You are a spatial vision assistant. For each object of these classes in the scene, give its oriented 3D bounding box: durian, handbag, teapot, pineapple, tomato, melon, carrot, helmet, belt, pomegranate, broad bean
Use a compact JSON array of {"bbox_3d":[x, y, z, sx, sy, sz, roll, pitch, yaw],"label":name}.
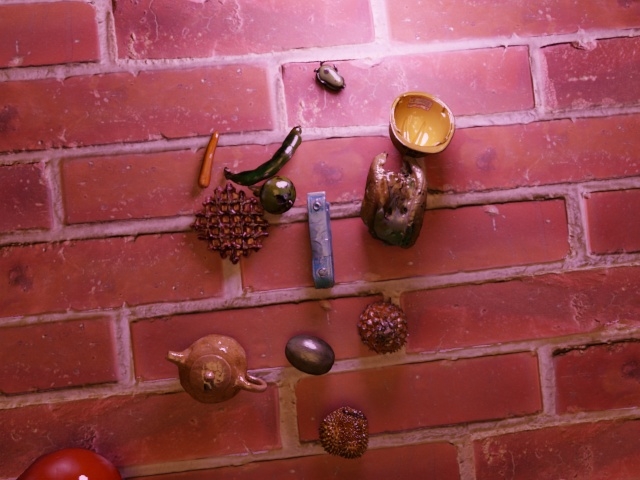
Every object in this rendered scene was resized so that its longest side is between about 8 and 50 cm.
[{"bbox_3d":[0.072,0.587,1.442,0.158,0.137,0.167,1,98,-24],"label":"durian"},{"bbox_3d":[0.036,-0.514,1.489,0.111,0.047,0.072,37,88,0],"label":"handbag"},{"bbox_3d":[-0.308,0.393,1.401,0.311,0.167,0.203,23,88,-3],"label":"teapot"},{"bbox_3d":[0.201,0.272,1.447,0.162,0.137,0.175,-7,91,-3],"label":"pineapple"},{"bbox_3d":[-0.720,0.746,1.321,0.322,0.321,0.321,0,89,-3],"label":"tomato"},{"bbox_3d":[-0.027,0.351,1.446,0.168,0.114,0.114,19,88,0],"label":"melon"},{"bbox_3d":[-0.347,-0.255,1.470,0.037,0.037,0.190,12,87,-3],"label":"carrot"},{"bbox_3d":[0.292,-0.326,1.450,0.205,0.140,0.256,16,60,-2],"label":"helmet"},{"bbox_3d":[0.000,0.000,1.466,0.072,0.087,0.302,-5,89,9],"label":"belt"},{"bbox_3d":[-0.148,-0.143,1.448,0.162,0.122,0.122,16,88,23],"label":"pomegranate"},{"bbox_3d":[-0.161,-0.250,1.446,0.292,0.049,0.144,-32,49,-2],"label":"broad bean"}]

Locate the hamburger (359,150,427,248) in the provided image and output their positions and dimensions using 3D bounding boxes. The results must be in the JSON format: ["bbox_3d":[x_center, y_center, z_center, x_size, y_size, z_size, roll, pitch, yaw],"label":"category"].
[{"bbox_3d":[0.219,-0.101,1.397,0.168,0.192,0.287,3,119,-9],"label":"hamburger"}]

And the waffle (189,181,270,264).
[{"bbox_3d":[-0.274,-0.048,1.459,0.234,0.055,0.221,40,96,2],"label":"waffle"}]
